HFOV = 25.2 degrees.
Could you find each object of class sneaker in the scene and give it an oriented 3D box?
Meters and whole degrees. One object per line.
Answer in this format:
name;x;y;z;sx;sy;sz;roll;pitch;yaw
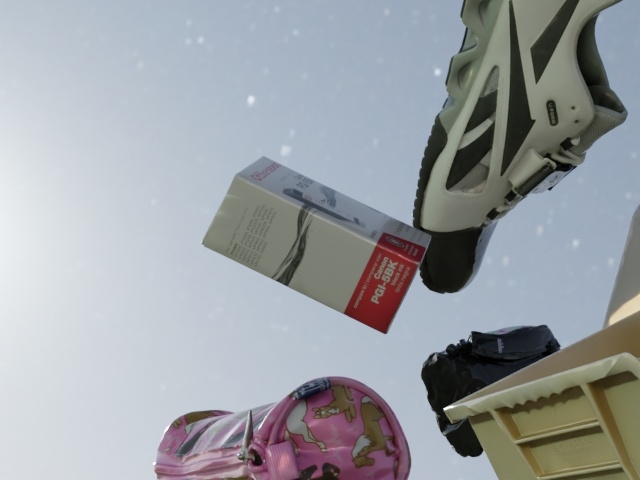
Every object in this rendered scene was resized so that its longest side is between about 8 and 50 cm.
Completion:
sneaker;0.171;-0.086;1.187;0.146;0.122;0.330;20;-61;15

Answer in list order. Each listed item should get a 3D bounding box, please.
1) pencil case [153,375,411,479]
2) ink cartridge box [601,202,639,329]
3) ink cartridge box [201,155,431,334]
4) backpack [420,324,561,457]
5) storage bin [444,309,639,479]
pencil case;-0.056;0.244;1.563;0.167;0.160;0.386;45;-25;-9
ink cartridge box;0.441;-0.033;1.254;0.308;0.385;0.091;13;-3;34
ink cartridge box;0.000;0.000;0.961;0.135;0.056;0.099;26;13;3
backpack;0.216;0.170;1.738;0.182;0.152;0.115;-22;3;-36
storage bin;0.256;0.086;0.860;0.262;0.123;0.260;-23;-6;-22
